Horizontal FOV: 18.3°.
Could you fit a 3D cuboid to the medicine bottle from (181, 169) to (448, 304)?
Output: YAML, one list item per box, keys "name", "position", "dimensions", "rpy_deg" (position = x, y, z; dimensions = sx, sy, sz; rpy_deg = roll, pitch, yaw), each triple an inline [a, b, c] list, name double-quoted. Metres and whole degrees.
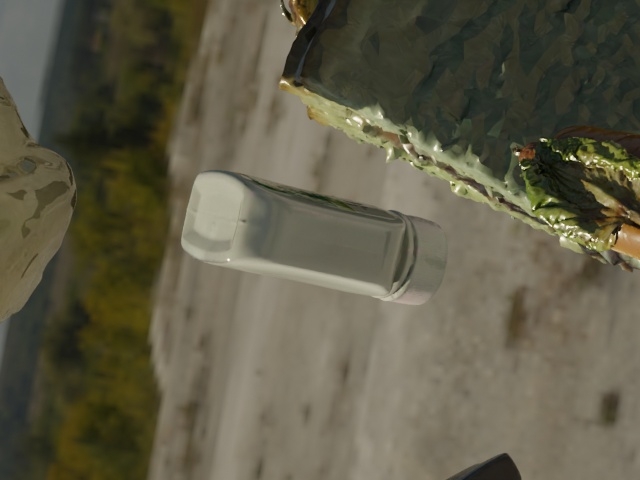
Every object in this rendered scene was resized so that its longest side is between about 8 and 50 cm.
- name: "medicine bottle"
  position: [0.000, 0.000, 1.429]
  dimensions: [0.119, 0.183, 0.069]
  rpy_deg: [12, 88, 60]

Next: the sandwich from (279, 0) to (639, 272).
- name: "sandwich"
  position: [0.171, -0.128, 1.164]
  dimensions: [0.262, 0.325, 0.131]
  rpy_deg: [-64, -4, -1]

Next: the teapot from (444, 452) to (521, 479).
- name: "teapot"
  position: [0.116, 0.236, 1.629]
  dimensions: [0.087, 0.096, 0.177]
  rpy_deg: [66, 164, 6]

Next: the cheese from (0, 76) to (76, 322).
- name: "cheese"
  position: [-0.300, -0.052, 1.112]
  dimensions: [0.318, 0.326, 0.115]
  rpy_deg: [-86, 20, -60]

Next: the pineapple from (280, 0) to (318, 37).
- name: "pineapple"
  position: [0.054, -0.218, 1.766]
  dimensions: [0.161, 0.334, 0.158]
  rpy_deg: [-59, 5, 11]

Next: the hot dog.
- name: "hot dog"
  position: [0.130, -0.021, 0.862]
  dimensions: [0.133, 0.041, 0.056]
  rpy_deg: [24, 92, 51]
